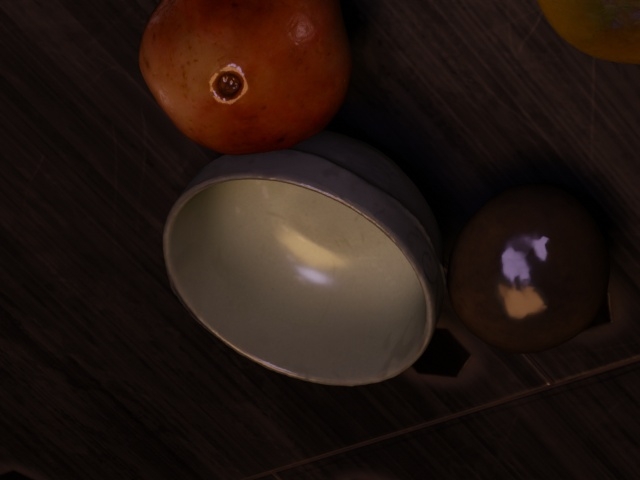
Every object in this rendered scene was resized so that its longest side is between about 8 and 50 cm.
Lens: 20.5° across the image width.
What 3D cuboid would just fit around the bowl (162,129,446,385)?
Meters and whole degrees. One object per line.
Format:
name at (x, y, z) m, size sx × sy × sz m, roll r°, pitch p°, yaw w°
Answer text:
bowl at (0.000, 0.000, 1.893) m, size 0.307 × 0.163 × 0.307 m, roll 17°, pitch 139°, yaw 15°

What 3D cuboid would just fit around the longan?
longan at (0.217, 0.031, 1.848) m, size 0.167 × 0.167 × 0.187 m, roll 13°, pitch 113°, yaw 12°

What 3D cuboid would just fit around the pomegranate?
pomegranate at (-0.066, -0.182, 1.722) m, size 0.209 × 0.209 × 0.209 m, roll 13°, pitch 137°, yaw 12°

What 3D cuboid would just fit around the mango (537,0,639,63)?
mango at (0.287, -0.304, 1.447) m, size 0.253 × 0.182 × 0.365 m, roll 21°, pitch 139°, yaw 4°
